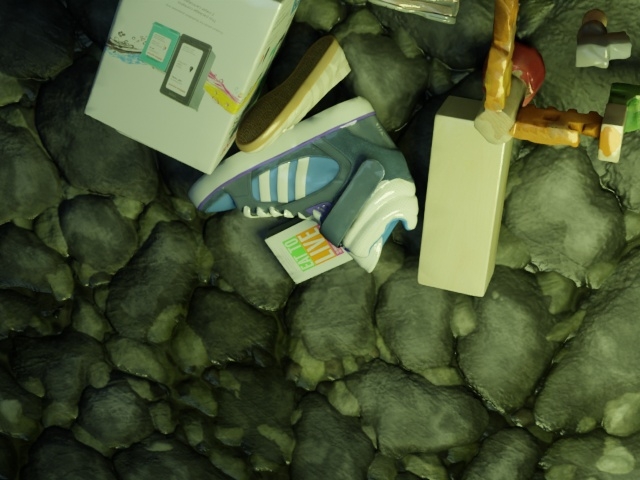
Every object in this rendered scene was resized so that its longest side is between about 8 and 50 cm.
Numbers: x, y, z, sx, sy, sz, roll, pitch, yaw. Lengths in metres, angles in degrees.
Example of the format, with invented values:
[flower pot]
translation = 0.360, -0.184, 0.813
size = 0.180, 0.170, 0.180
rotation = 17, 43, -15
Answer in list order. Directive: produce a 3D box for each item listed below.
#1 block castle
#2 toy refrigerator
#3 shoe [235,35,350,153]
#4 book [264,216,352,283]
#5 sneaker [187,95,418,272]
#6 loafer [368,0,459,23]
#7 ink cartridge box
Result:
[block castle]
translation = 0.422, -0.260, 1.271
size = 0.453, 0.213, 0.303
rotation = 10, 132, 16
[toy refrigerator]
translation = 0.211, -0.064, 1.493
size = 0.102, 0.094, 0.269
rotation = 11, 119, 16
[shoe]
translation = -0.033, -0.192, 1.432
size = 0.076, 0.219, 0.058
rotation = 13, 147, 49
[book]
translation = 0.000, 0.000, 1.616
size = 0.144, 0.035, 0.096
rotation = -26, 111, 22
[sneaker]
translation = -0.016, -0.041, 1.510
size = 0.323, 0.130, 0.236
rotation = -26, 90, 19
[loafer]
translation = 0.126, -0.326, 1.404
size = 0.125, 0.045, 0.039
rotation = 15, 103, -2
[ink cartridge box]
translation = -0.165, -0.274, 1.410
size = 0.197, 0.198, 0.270
rotation = 26, 122, -2
